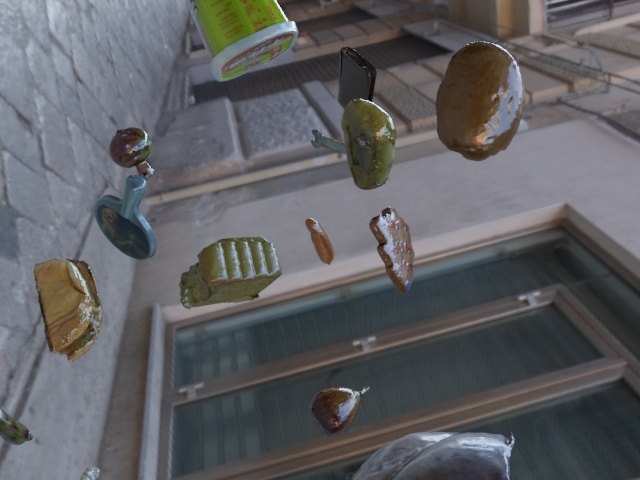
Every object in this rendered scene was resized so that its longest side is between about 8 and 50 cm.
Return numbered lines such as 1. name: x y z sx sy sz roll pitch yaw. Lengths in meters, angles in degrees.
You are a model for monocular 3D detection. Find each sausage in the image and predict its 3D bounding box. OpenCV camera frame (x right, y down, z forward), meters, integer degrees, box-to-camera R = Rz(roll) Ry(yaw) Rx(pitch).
1. sausage: 0.000 0.000 1.840 0.062 0.054 0.183 36 -27 61

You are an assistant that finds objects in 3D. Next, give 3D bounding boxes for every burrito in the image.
1. burrito: -0.642 0.666 1.635 0.045 0.041 0.185 49 -4 -9

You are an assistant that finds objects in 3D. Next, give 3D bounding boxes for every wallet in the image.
1. wallet: 0.088 -0.387 1.495 0.110 0.031 0.198 44 -18 17

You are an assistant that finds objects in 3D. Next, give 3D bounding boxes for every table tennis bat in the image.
1. table tennis bat: -0.366 -0.044 1.130 0.149 0.038 0.237 40 -39 2

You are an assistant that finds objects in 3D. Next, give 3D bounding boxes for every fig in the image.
1. fig: 0.043 0.303 1.103 0.089 0.125 0.088 51 -19 25

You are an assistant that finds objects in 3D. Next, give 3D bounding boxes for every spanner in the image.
1. spanner: 0.060 -0.295 1.887 0.302 0.018 0.071 29 -51 45

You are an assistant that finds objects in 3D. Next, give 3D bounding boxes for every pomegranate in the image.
1. pomegranate: -0.557 -0.253 1.749 0.129 0.130 0.159 -117 -156 -71

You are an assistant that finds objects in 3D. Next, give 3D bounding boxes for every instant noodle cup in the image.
1. instant noodle cup: -0.250 -0.659 1.689 0.307 0.294 0.294 63 -3 -5

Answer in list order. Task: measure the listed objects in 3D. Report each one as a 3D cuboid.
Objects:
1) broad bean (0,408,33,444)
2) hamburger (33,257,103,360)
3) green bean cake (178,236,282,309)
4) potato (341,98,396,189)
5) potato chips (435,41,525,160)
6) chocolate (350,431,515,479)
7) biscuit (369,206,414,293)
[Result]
1. broad bean: -0.899 0.529 1.691 0.339 0.077 0.061 83 31 -54
2. hamburger: -0.568 0.139 1.368 0.261 0.131 0.124 62 -1 29
3. green bean cake: -0.247 0.084 1.574 0.236 0.233 0.124 -39 -118 52
4. potato: 0.092 -0.179 1.140 0.085 0.105 0.188 -50 146 -45
5. potato chips: 0.272 -0.237 1.003 0.049 0.150 0.201 5 103 -85
6. chocolate: 0.125 0.381 0.740 0.303 0.213 0.302 5 90 -73
7. biscuit: 0.114 0.014 0.876 0.120 0.019 0.129 6 71 -55
